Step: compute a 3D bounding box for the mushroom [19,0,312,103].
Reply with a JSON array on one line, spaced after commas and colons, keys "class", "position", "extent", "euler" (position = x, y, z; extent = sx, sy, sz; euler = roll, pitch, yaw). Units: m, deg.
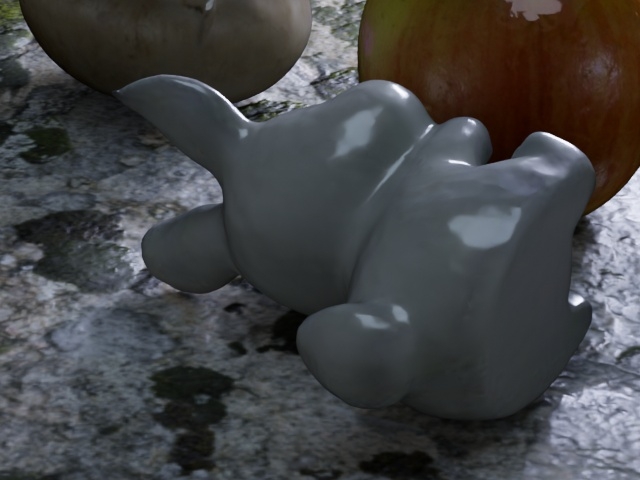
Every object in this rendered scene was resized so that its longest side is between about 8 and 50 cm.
[{"class": "mushroom", "position": [-0.143, -0.280, 1.759], "extent": [0.293, 0.290, 0.292], "euler": [5, 28, -2]}]

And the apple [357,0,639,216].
[{"class": "apple", "position": [0.162, -0.141, 1.569], "extent": [0.286, 0.233, 0.286], "euler": [-2, 25, 1]}]

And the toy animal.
[{"class": "toy animal", "position": [0.009, -0.003, 1.353], "extent": [0.368, 0.196, 0.241], "euler": [28, 40, 37]}]
